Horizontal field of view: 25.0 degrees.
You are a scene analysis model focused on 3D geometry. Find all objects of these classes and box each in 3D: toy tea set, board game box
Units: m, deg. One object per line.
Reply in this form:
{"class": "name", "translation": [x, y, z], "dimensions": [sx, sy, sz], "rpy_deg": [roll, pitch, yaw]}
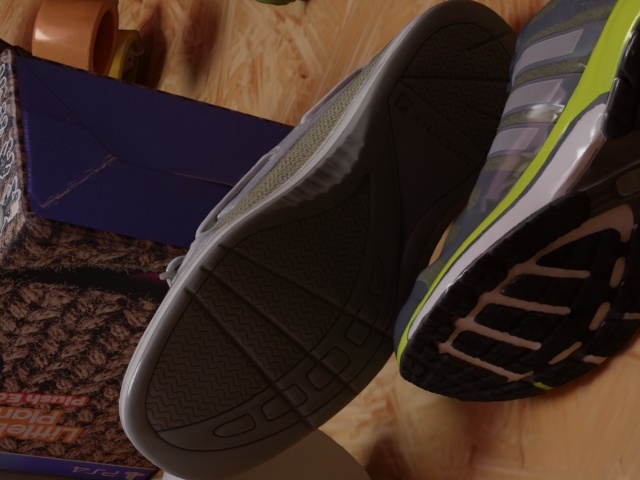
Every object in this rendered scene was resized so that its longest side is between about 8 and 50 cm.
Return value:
{"class": "toy tea set", "translation": [-0.151, -0.173, 1.184], "dimensions": [0.200, 0.124, 0.336], "rpy_deg": [-67, -12, -61]}
{"class": "board game box", "translation": [-0.168, 0.034, 1.020], "dimensions": [0.291, 0.232, 0.141], "rpy_deg": [-47, 44, 39]}

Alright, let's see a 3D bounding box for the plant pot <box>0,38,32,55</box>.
{"class": "plant pot", "translation": [-0.373, -0.154, 1.410], "dimensions": [0.167, 0.165, 0.167], "rpy_deg": [-40, 29, 27]}

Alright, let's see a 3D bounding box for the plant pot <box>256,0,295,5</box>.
{"class": "plant pot", "translation": [-0.032, -0.217, 1.054], "dimensions": [0.083, 0.083, 0.079], "rpy_deg": [59, 138, 47]}

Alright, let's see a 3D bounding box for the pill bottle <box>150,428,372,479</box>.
{"class": "pill bottle", "translation": [-0.084, 0.251, 0.875], "dimensions": [0.301, 0.169, 0.169], "rpy_deg": [-61, 36, 22]}

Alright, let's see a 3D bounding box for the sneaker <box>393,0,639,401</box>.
{"class": "sneaker", "translation": [0.131, -0.043, 0.735], "dimensions": [0.300, 0.111, 0.121], "rpy_deg": [-56, 26, 22]}

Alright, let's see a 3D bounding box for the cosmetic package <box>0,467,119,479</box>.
{"class": "cosmetic package", "translation": [-0.311, 0.216, 1.099], "dimensions": [0.160, 0.309, 0.113], "rpy_deg": [-63, 35, 19]}

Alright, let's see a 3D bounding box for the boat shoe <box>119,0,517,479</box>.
{"class": "boat shoe", "translation": [-0.001, -0.003, 0.821], "dimensions": [0.320, 0.118, 0.103], "rpy_deg": [-55, 17, -17]}
